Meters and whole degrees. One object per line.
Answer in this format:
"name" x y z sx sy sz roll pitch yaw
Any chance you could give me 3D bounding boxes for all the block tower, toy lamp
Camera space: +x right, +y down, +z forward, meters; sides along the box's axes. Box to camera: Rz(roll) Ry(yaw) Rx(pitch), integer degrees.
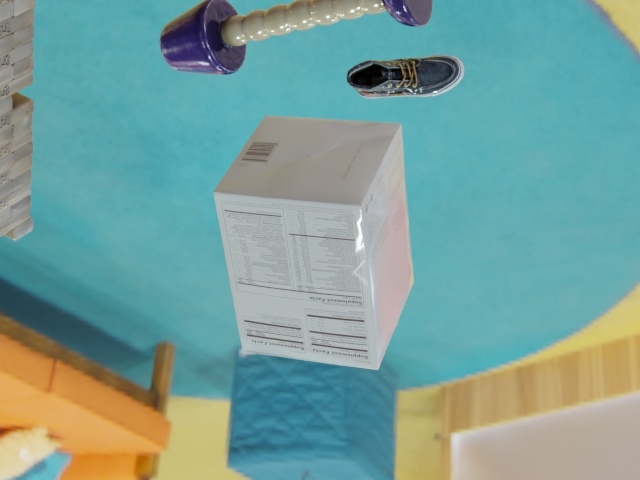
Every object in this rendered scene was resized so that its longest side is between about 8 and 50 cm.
"block tower" -0.347 -0.140 1.143 0.091 0.097 0.335 27 131 21
"toy lamp" -0.032 -0.208 1.095 0.274 0.080 0.080 -6 150 31

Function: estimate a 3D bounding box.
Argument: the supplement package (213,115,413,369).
"supplement package" 0.000 0.000 1.533 0.198 0.199 0.263 6 127 18

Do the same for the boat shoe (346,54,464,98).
"boat shoe" 0.136 -0.264 1.863 0.183 0.065 0.083 -8 177 19
